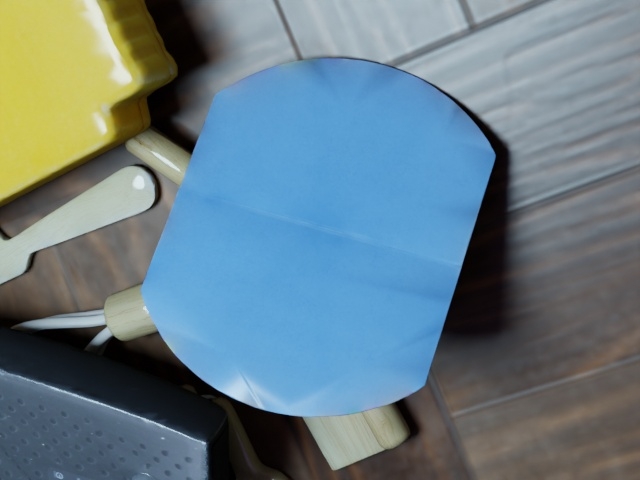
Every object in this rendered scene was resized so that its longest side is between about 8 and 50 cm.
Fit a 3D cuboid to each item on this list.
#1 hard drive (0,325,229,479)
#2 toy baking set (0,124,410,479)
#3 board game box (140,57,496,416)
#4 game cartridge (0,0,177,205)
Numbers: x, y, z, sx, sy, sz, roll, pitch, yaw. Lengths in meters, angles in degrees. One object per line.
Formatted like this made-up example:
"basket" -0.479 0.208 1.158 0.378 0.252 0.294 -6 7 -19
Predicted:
"hard drive" -0.160 0.120 0.765 0.254 0.054 0.172 12 123 19
"toy baking set" -0.078 0.045 0.746 0.256 0.030 0.197 38 114 8
"board game box" 0.000 0.000 0.677 0.133 0.033 0.169 15 72 12
"game cartridge" -0.245 -0.154 0.741 0.285 0.052 0.324 -23 95 28
